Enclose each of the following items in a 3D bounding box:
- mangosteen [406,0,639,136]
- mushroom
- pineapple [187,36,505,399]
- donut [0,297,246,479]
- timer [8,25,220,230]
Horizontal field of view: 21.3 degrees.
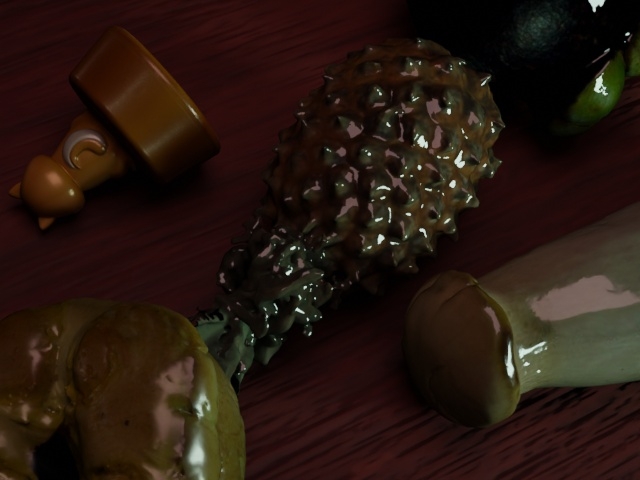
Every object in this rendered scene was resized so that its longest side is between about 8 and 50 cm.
[{"bbox_3d":[0.193,-0.213,1.456,0.243,0.243,0.243,6,54,-8],"label":"mangosteen"},{"bbox_3d":[0.261,0.043,1.325,0.407,0.137,0.154,-20,73,-21],"label":"mushroom"},{"bbox_3d":[0.000,0.000,1.302,0.175,0.175,0.361,33,68,12],"label":"pineapple"},{"bbox_3d":[-0.154,0.168,1.108,0.209,0.128,0.261,4,77,20],"label":"donut"},{"bbox_3d":[-0.176,-0.073,1.343,0.152,0.132,0.132,-42,70,-6],"label":"timer"}]
